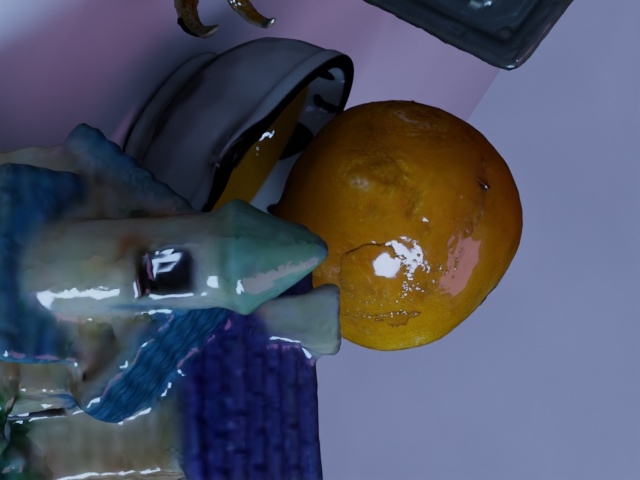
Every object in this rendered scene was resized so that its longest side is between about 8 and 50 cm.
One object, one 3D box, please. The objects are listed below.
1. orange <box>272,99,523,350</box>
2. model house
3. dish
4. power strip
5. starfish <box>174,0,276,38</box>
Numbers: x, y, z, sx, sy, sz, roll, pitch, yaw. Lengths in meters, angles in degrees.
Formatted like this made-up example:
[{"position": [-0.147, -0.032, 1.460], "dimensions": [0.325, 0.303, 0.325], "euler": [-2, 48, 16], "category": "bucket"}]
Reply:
[{"position": [0.069, -0.015, 1.067], "dimensions": [0.240, 0.240, 0.240], "euler": [-52, 170, -14], "category": "orange"}, {"position": [-0.121, 0.074, 0.770], "dimensions": [0.312, 0.280, 0.245], "euler": [96, -9, -74], "category": "model house"}, {"position": [-0.094, -0.080, 1.043], "dimensions": [0.303, 0.120, 0.303], "euler": [-52, 170, -14], "category": "dish"}, {"position": [0.150, -0.317, 1.073], "dimensions": [0.251, 0.257, 0.092], "euler": [-51, 153, -15], "category": "power strip"}, {"position": [-0.067, -0.223, 0.838], "dimensions": [0.146, 0.074, 0.190], "euler": [-58, 170, 11], "category": "starfish"}]
